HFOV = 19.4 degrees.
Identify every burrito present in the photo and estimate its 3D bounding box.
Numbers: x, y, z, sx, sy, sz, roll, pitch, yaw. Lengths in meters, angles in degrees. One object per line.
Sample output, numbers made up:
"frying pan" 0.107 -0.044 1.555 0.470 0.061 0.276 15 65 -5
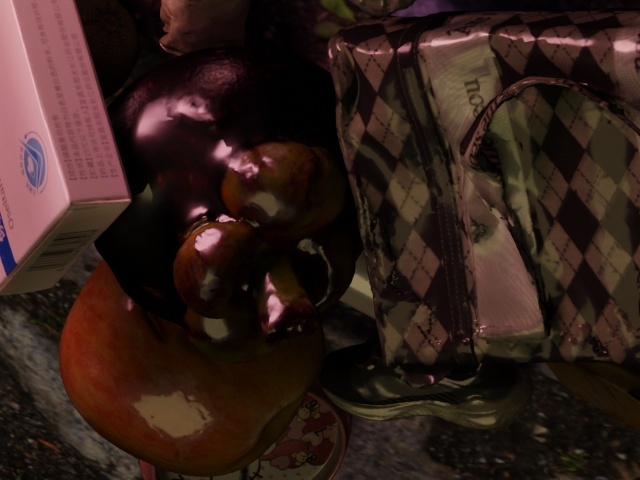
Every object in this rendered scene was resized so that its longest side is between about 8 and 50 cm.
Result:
"burrito" -0.092 -0.250 1.570 0.082 0.059 0.275 12 145 0

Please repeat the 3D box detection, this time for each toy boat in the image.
"toy boat" 0.295 0.106 1.683 0.089 0.115 0.310 50 172 -17

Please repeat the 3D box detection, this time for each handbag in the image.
"handbag" 0.218 -0.026 1.475 0.416 0.180 0.317 3 105 31

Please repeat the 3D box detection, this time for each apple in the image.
"apple" -0.118 0.116 1.870 0.264 0.264 0.264 17 144 13

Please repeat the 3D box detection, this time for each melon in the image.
"melon" -0.218 -0.174 1.712 0.098 0.098 0.130 39 147 -17

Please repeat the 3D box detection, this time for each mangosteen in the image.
"mangosteen" -0.066 -0.025 1.619 0.287 0.288 0.233 3 179 30

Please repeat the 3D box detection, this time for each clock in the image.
"clock" -0.083 0.224 2.086 0.244 0.056 0.244 -9 130 -11

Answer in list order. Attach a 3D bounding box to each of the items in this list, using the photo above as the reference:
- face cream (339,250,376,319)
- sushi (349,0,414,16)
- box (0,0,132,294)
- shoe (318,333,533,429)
"face cream" 0.000 0.000 1.802 0.311 0.092 0.092 26 145 -1
"sushi" 0.058 -0.246 1.460 0.090 0.078 0.150 15 143 6
"box" -0.267 -0.147 1.612 0.065 0.343 0.200 -7 161 -32
"shoe" 0.103 0.121 1.898 0.227 0.099 0.112 7 134 20
